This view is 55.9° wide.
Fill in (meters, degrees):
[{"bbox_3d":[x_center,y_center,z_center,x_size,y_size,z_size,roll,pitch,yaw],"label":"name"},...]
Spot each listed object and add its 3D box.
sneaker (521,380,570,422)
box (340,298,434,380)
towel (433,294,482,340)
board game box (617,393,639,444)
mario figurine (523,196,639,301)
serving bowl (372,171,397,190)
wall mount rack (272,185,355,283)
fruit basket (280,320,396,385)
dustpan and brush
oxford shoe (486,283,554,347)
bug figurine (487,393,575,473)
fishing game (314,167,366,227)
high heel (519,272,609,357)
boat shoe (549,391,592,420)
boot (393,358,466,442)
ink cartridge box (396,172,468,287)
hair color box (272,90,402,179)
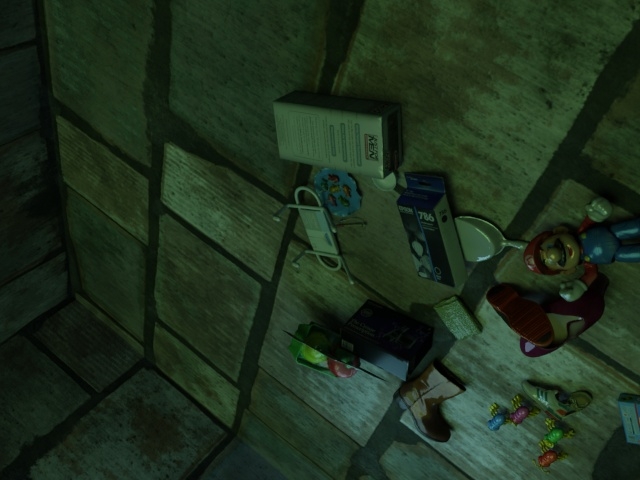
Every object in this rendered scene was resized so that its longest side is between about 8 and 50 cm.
[{"bbox_3d":[0.688,0.473,1.834,0.057,0.075,0.161,32,-169,-40],"label":"sneaker"},{"bbox_3d":[0.223,0.330,2.042,0.261,0.184,0.103,22,130,27],"label":"box"},{"bbox_3d":[0.436,0.246,1.909,0.148,0.027,0.110,52,139,-2],"label":"towel"},{"bbox_3d":[0.943,0.505,1.652,0.211,0.039,0.160,-1,120,43],"label":"board game box"},{"bbox_3d":[0.636,0.024,1.438,0.320,0.198,0.170,-15,137,41],"label":"mario figurine"},{"bbox_3d":[0.193,-0.189,1.786,0.083,0.027,0.083,23,132,27],"label":"serving bowl"},{"bbox_3d":[0.000,0.000,2.007,0.304,0.130,0.350,10,132,41],"label":"wall mount rack"},{"bbox_3d":[0.064,0.414,2.193,0.327,0.165,0.353,30,166,-35],"label":"fruit basket"},{"bbox_3d":[0.479,0.005,1.673,0.211,0.060,0.147,18,134,40],"label":"dustpan and brush"},{"bbox_3d":[0.562,0.218,1.661,0.098,0.097,0.271,53,-176,-28],"label":"oxford shoe"},{"bbox_3d":[0.675,0.622,1.955,0.279,0.072,0.216,34,137,18],"label":"bug figurine"},{"bbox_3d":[0.049,-0.151,1.936,0.189,0.041,0.264,-1,120,45],"label":"fishing game"},{"bbox_3d":[0.622,0.241,1.622,0.127,0.181,0.377,35,137,16],"label":"high heel"},{"bbox_3d":[0.749,0.500,1.812,0.056,0.048,0.153,46,140,3],"label":"boat shoe"},{"bbox_3d":[0.428,0.574,2.151,0.264,0.096,0.280,49,133,11],"label":"boot"},{"bbox_3d":[0.315,-0.029,1.745,0.165,0.065,0.332,17,132,56],"label":"ink cartridge box"},{"bbox_3d":[0.047,-0.312,1.751,0.374,0.113,0.185,17,127,33],"label":"hair color box"}]
